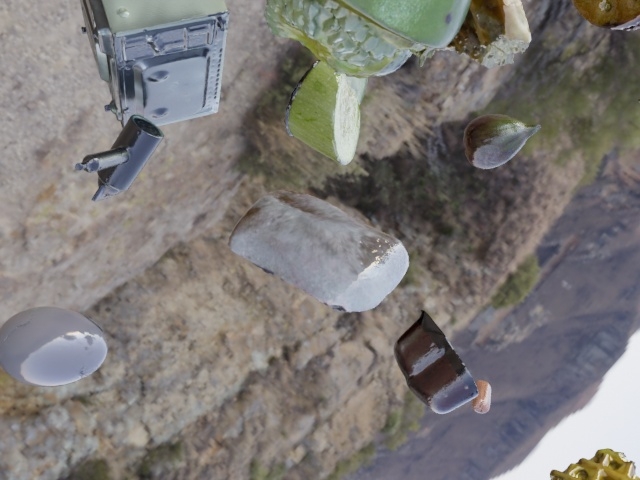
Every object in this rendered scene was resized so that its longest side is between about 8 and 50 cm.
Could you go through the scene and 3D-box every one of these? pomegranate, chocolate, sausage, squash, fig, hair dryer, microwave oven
[{"bbox_3d":[0.025,-0.319,0.858,0.341,0.260,0.260,17,116,-43],"label":"pomegranate"},{"bbox_3d":[0.158,0.190,1.171,0.080,0.148,0.125,-31,162,-9],"label":"chocolate"},{"bbox_3d":[0.294,0.285,1.440,0.034,0.034,0.083,-55,-179,24],"label":"sausage"},{"bbox_3d":[0.000,0.000,1.370,0.185,0.303,0.100,-43,154,-44],"label":"chocolate"},{"bbox_3d":[0.036,-0.281,1.608,0.220,0.133,0.220,-48,156,-30],"label":"squash"},{"bbox_3d":[0.365,-0.206,1.588,0.109,0.155,0.103,60,26,-54],"label":"fig"},{"bbox_3d":[-0.426,-0.142,1.543,0.195,0.078,0.248,-53,176,18],"label":"hair dryer"},{"bbox_3d":[-0.352,-0.449,1.588,0.247,0.333,0.394,-14,164,-15],"label":"microwave oven"}]

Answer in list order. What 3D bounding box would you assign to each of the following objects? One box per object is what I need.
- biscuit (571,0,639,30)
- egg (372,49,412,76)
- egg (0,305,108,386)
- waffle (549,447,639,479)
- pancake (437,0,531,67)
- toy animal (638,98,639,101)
[{"bbox_3d":[0.548,-0.492,1.444,0.066,0.220,0.220,-22,155,-26],"label":"biscuit"},{"bbox_3d":[0.104,-0.364,1.360,0.181,0.141,0.141,-51,168,-21],"label":"egg"},{"bbox_3d":[-0.490,0.194,1.440,0.146,0.199,0.146,-178,-90,-79],"label":"egg"},{"bbox_3d":[0.489,0.439,1.225,0.291,0.291,0.051,-42,145,-28],"label":"waffle"},{"bbox_3d":[0.119,-0.308,1.021,0.244,0.266,0.057,-29,175,32],"label":"pancake"},{"bbox_3d":[0.474,-0.158,0.895,0.069,0.220,0.086,7,88,-85],"label":"toy animal"}]
